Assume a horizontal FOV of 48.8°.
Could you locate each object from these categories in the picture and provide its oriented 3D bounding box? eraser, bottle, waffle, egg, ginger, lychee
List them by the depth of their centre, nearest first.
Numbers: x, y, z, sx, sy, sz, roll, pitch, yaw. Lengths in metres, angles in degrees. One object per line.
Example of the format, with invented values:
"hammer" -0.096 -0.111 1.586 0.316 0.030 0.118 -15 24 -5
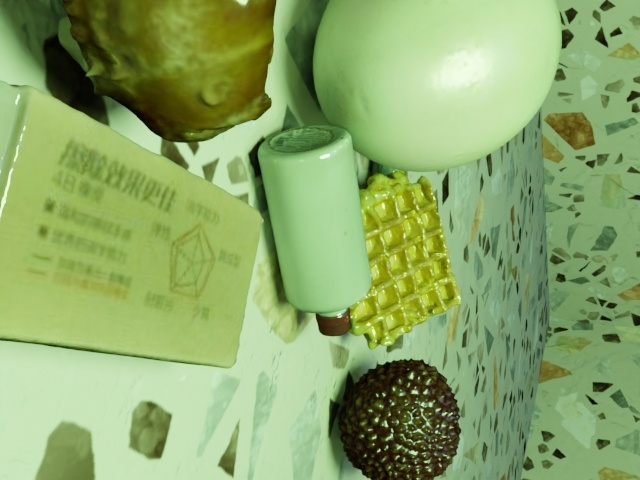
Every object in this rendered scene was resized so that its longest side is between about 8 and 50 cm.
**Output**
"ginger" -0.126 -0.243 0.396 0.176 0.254 0.419 -107 -164 -48
"eraser" -0.160 0.003 0.479 0.343 0.078 0.144 30 66 -62
"bottle" 0.000 0.000 0.798 0.104 0.104 0.245 -50 137 -52
"egg" 0.134 -0.220 0.843 0.345 0.282 0.283 -46 135 -42
"waffle" 0.085 0.027 0.976 0.219 0.057 0.229 -26 104 -36
"lychee" 0.109 0.262 1.004 0.188 0.187 0.188 4 90 -65

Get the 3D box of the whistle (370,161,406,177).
"whistle" 0.100 -0.066 1.059 0.068 0.057 0.327 19 77 -71
